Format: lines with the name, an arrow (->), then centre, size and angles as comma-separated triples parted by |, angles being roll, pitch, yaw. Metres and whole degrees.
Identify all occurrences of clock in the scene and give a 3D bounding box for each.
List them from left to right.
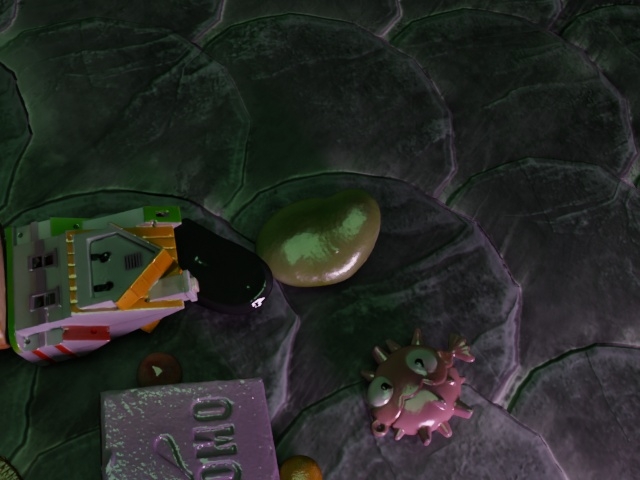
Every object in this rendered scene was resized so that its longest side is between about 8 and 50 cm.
clock -> -0.370, 0.069, 1.309 | 0.310, 0.166, 0.235 | -14, 64, 2

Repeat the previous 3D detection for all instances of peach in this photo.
peach -> -0.284, 0.237, 1.313 | 0.083, 0.083, 0.083 | 5, 61, -9

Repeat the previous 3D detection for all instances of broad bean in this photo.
broad bean -> 0.000, 0.000, 1.491 | 0.263, 0.121, 0.189 | -21, 72, -5

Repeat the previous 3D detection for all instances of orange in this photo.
orange -> -0.036, 0.408, 1.270 | 0.085, 0.085, 0.085 | 5, 61, -9

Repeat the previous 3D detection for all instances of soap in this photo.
soap -> -0.216, 0.384, 1.215 | 0.285, 0.107, 0.296 | -4, 58, -18

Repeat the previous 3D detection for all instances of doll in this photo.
doll -> 0.184, 0.267, 1.381 | 0.262, 0.093, 0.211 | -32, 66, -22

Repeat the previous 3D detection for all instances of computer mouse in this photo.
computer mouse -> -0.202, 0.061, 1.415 | 0.270, 0.086, 0.137 | 25, 70, 23

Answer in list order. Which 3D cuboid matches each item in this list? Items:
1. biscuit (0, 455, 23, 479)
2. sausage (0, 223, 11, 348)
biscuit -> -0.532, 0.430, 1.186 | 0.126, 0.025, 0.206 | -7, 65, -15
sausage -> -0.670, 0.083, 1.232 | 0.287, 0.233, 0.233 | -4, 63, -13
